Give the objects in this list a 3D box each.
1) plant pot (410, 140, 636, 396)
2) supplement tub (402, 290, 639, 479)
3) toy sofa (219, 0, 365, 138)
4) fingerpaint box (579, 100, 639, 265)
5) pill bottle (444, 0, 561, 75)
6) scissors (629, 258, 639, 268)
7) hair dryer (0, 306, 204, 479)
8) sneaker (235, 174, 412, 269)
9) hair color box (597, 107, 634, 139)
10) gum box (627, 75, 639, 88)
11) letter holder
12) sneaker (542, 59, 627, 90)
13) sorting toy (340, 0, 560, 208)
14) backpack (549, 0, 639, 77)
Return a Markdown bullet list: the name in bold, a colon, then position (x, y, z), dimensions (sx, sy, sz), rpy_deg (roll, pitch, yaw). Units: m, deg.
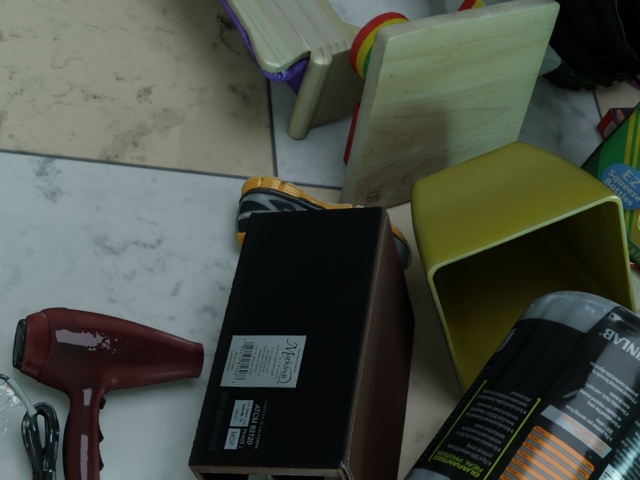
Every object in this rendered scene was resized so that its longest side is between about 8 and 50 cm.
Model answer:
- **plant pot**: position (0.209, 0.012, 1.265), dimensions (0.212, 0.212, 0.187), rpy_deg (-21, 40, -1)
- **supplement tub**: position (0.208, 0.232, 1.092), dimensions (0.207, 0.207, 0.338), rpy_deg (37, 71, 8)
- **toy sofa**: position (-0.086, -0.313, 1.445), dimensions (0.177, 0.150, 0.362), rpy_deg (-22, 66, -26)
- **fingerpaint box**: position (0.572, -0.045, 1.340), dimensions (0.445, 0.371, 0.163), rpy_deg (42, 53, 6)
- **pill bottle**: position (0.255, -0.392, 1.561), dimensions (0.176, 0.176, 0.319), rpy_deg (0, 82, -21)
- **scissors**: position (0.497, -0.006, 1.529), dimensions (0.297, 0.021, 0.109), rpy_deg (2, 53, -20)
- **hair dryer**: position (-0.238, 0.173, 1.107), dimensions (0.293, 0.080, 0.223), rpy_deg (-35, 89, -30)
- **sneaker**: position (0.000, 0.000, 1.302), dimensions (0.215, 0.084, 0.083), rpy_deg (18, 54, 4)
- **hair color box**: position (0.475, -0.152, 1.607), dimensions (0.141, 0.043, 0.072), rpy_deg (-5, 57, -24)
- **gum box**: position (0.464, -0.306, 1.700), dimensions (0.188, 0.062, 0.107), rpy_deg (32, 51, 4)
- **letter holder**: position (-0.001, 0.149, 1.165), dimensions (0.152, 0.214, 0.302), rpy_deg (-2, 51, 17)
- **sneaker**: position (0.451, -0.343, 1.591), dimensions (0.146, 0.343, 0.134), rpy_deg (58, 14, 26)
- **sorting toy**: position (0.137, -0.181, 1.378), dimensions (0.257, 0.255, 0.089), rpy_deg (-16, 47, -29)
- **backpack**: position (0.357, -0.337, 1.376), dimensions (0.213, 0.263, 0.276), rpy_deg (-37, 29, -18)
